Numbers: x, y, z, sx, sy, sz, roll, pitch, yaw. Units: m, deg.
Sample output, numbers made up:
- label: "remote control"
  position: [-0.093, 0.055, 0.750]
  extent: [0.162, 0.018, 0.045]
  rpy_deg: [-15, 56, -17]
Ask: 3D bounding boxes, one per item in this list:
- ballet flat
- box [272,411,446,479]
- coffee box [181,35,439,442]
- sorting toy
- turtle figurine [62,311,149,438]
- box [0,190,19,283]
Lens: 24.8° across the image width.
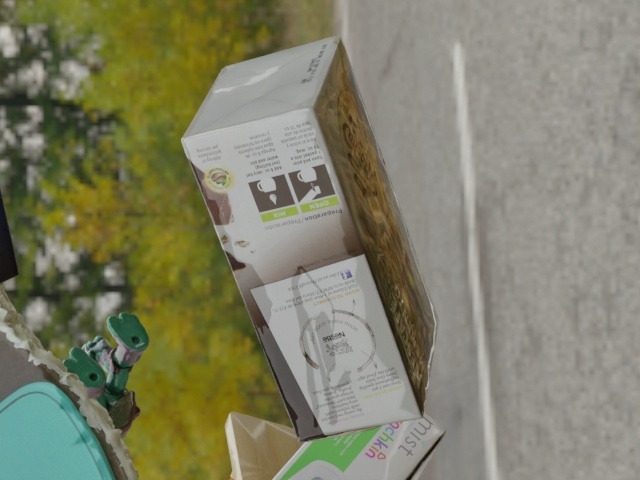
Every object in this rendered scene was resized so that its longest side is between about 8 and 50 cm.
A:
- label: "ballet flat"
  position: [-0.246, 0.115, 1.150]
  extent: [0.409, 0.147, 0.147]
  rpy_deg: [55, 167, 4]
- label: "box"
  position: [0.008, 0.324, 1.715]
  extent: [0.262, 0.127, 0.231]
  rpy_deg: [-46, -14, -30]
- label: "coffee box"
  position: [0.000, 0.000, 1.246]
  extent: [0.168, 0.119, 0.297]
  rpy_deg: [-72, -35, -61]
- label: "sorting toy"
  position: [-0.014, 0.373, 2.057]
  extent: [0.257, 0.255, 0.089]
  rpy_deg: [-110, 41, -65]
- label: "turtle figurine"
  position: [-0.272, 0.189, 1.733]
  extent: [0.175, 0.118, 0.234]
  rpy_deg: [-65, 2, -39]
- label: "box"
  position: [-0.320, -0.049, 1.235]
  extent: [0.136, 0.036, 0.225]
  rpy_deg: [23, 128, 41]
